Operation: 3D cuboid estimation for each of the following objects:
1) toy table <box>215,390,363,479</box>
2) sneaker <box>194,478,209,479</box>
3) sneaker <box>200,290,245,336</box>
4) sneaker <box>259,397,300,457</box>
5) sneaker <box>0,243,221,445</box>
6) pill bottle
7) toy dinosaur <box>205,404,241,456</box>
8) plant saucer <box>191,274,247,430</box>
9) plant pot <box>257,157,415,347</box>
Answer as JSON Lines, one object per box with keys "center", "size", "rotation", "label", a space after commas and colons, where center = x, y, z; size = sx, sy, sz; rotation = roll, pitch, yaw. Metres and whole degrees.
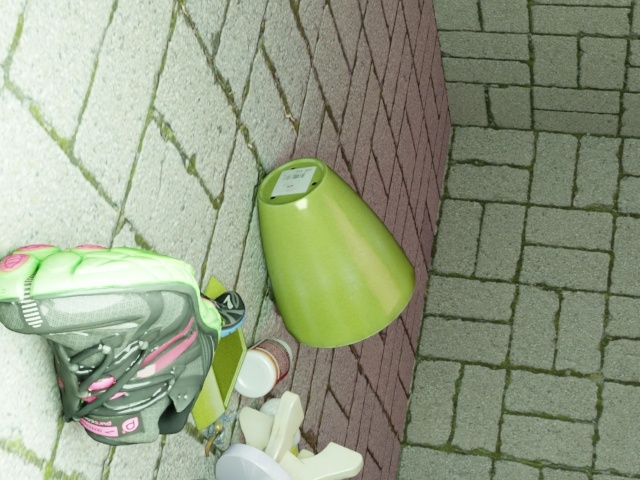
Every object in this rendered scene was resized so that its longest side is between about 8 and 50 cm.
{"center": [-0.070, 0.402, 1.885], "size": [0.161, 0.252, 0.274], "rotation": [-53, 160, -34], "label": "toy table"}
{"center": [-0.150, 0.484, 1.759], "size": [0.208, 0.081, 0.094], "rotation": [42, 55, -20], "label": "sneaker"}
{"center": [-0.172, 0.108, 1.620], "size": [0.188, 0.067, 0.078], "rotation": [-25, 113, -59], "label": "sneaker"}
{"center": [-0.085, 0.392, 2.119], "size": [0.126, 0.091, 0.240], "rotation": [-97, -175, -63], "label": "sneaker"}
{"center": [-0.222, 0.130, 1.226], "size": [0.483, 0.185, 0.202], "rotation": [53, 40, -68], "label": "sneaker"}
{"center": [-0.102, 0.225, 1.935], "size": [0.152, 0.086, 0.086], "rotation": [-28, 122, -73], "label": "pill bottle"}
{"center": [-0.178, 0.304, 1.807], "size": [0.090, 0.047, 0.082], "rotation": [-47, -158, 26], "label": "toy dinosaur"}
{"center": [-0.168, 0.187, 1.743], "size": [0.188, 0.045, 0.188], "rotation": [81, 20, -45], "label": "plant saucer"}
{"center": [0.000, 0.000, 1.985], "size": [0.293, 0.274, 0.275], "rotation": [63, 31, -35], "label": "plant pot"}
